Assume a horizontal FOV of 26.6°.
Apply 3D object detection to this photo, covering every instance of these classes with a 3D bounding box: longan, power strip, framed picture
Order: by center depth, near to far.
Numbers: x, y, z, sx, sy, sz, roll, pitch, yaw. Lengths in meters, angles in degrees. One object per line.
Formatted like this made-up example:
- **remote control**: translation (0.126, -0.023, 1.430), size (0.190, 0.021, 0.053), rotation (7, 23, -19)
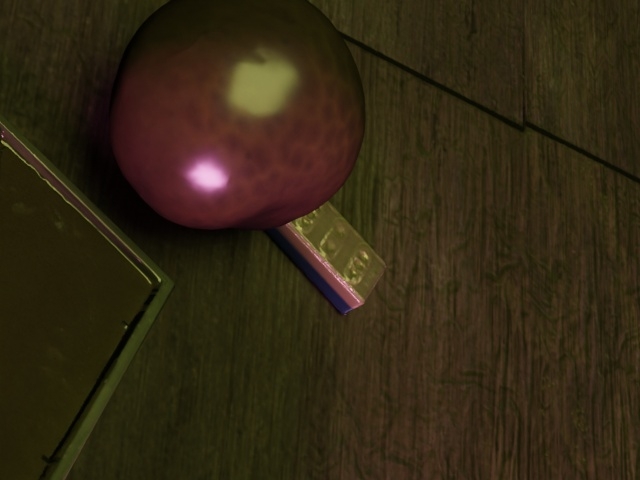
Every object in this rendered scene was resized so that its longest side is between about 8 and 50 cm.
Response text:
- **framed picture**: translation (-0.230, 0.044, 0.891), size (0.232, 0.024, 0.315), rotation (46, 35, -15)
- **longan**: translation (-0.065, -0.101, 1.039), size (0.212, 0.198, 0.198), rotation (-17, 82, -31)
- **power strip**: translation (0.000, 0.000, 1.153), size (0.123, 0.032, 0.056), rotation (47, 47, -14)
